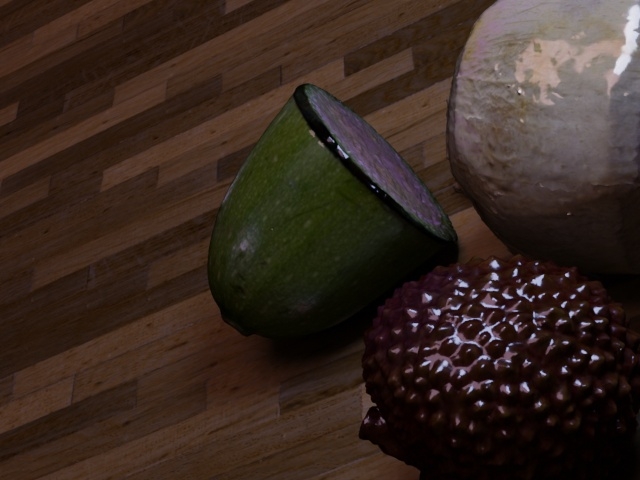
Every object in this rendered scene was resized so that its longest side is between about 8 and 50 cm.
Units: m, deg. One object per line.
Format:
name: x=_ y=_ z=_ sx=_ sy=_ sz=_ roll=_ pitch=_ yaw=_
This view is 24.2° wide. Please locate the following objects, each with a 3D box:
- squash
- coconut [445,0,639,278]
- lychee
squash: x=-0.020 y=-0.008 z=2.079 sx=0.309 sy=0.310 sz=0.310 roll=-45 pitch=35 yaw=15
coconut: x=0.320 y=-0.149 z=1.831 sx=0.405 sy=0.404 sz=0.404 roll=-23 pitch=39 yaw=20
lychee: x=0.195 y=0.158 z=1.674 sx=0.330 sy=0.306 sz=0.306 roll=-29 pitch=37 yaw=6
